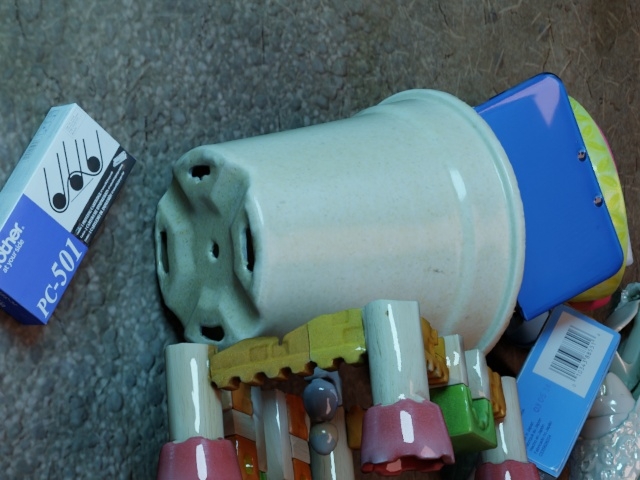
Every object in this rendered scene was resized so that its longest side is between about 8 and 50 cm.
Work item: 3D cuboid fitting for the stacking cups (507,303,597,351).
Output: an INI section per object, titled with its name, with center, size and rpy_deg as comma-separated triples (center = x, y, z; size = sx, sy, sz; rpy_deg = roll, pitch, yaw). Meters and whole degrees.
[stacking cups]
center = 0.272, 0.102, 1.933
size = 0.316, 0.096, 0.096
rpy_deg = 26, 70, -38

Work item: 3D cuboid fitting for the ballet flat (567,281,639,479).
[ballet flat]
center = 0.453, 0.217, 2.087
size = 0.147, 0.147, 0.409
rpy_deg = 59, 42, -28

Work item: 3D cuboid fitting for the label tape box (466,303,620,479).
[label tape box]
center = 0.286, 0.278, 1.884
size = 0.241, 0.106, 0.334
rpy_deg = -57, 167, -32

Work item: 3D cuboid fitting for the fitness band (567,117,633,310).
[fitness band]
center = 0.363, -0.043, 1.946
size = 0.054, 0.209, 0.291
rpy_deg = -13, 98, -15

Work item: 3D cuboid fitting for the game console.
[game console]
center = 0.202, -0.044, 1.721
size = 0.173, 0.250, 0.293
rpy_deg = -40, 117, -35

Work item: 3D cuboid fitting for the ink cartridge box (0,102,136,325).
[ink cartridge box]
center = -0.273, -0.027, 1.367
size = 0.097, 0.046, 0.207
rpy_deg = 45, 58, -35

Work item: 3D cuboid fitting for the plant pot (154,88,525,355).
[plant pot]
center = 0.000, 0.000, 1.493
size = 0.305, 0.334, 0.334
rpy_deg = -4, 92, -36

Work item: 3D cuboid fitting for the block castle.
[block castle]
center = 0.041, 0.232, 1.427
size = 0.453, 0.303, 0.213
rpy_deg = 38, 44, -62

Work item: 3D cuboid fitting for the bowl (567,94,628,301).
[bowl]
center = 0.279, -0.044, 1.847
size = 0.156, 0.289, 0.290
rpy_deg = -13, 100, -12
